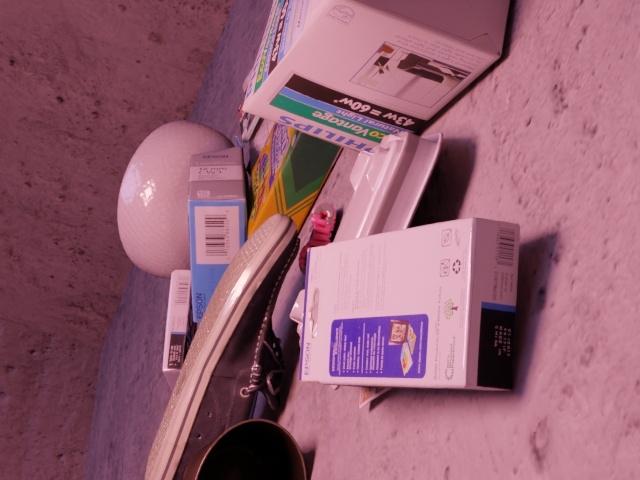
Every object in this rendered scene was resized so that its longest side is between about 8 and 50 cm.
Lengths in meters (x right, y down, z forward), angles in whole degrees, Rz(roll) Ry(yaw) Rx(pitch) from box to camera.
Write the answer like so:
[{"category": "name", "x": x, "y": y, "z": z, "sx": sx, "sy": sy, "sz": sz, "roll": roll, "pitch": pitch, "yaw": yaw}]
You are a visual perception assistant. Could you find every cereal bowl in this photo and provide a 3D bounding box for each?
[{"category": "cereal bowl", "x": -0.255, "y": -0.074, "z": 2.484, "sx": 0.339, "sy": 0.141, "sz": 0.339, "roll": -30, "pitch": -53, "yaw": -50}]

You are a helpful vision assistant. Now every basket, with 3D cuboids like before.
[{"category": "basket", "x": -0.121, "y": 0.354, "z": 1.721, "sx": 0.227, "sy": 0.154, "sz": 0.204, "roll": 154, "pitch": 132, "yaw": -75}]

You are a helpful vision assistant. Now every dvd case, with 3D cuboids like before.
[{"category": "dvd case", "x": -0.145, "y": -0.269, "z": 2.461, "sx": 0.119, "sy": 0.013, "sz": 0.087, "roll": -99, "pitch": 30, "yaw": -46}]

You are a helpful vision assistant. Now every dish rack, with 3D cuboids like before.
[{"category": "dish rack", "x": 0.045, "y": 0.009, "z": 1.513, "sx": 0.285, "sy": 0.072, "sz": 0.333, "roll": -150, "pitch": 83, "yaw": -86}]

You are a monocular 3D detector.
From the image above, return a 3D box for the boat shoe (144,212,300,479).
[{"category": "boat shoe", "x": -0.127, "y": 0.195, "z": 1.898, "sx": 0.187, "sy": 0.156, "sz": 0.500, "roll": -113, "pitch": 44, "yaw": -76}]

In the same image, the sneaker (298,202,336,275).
[{"category": "sneaker", "x": 0.000, "y": 0.000, "z": 1.887, "sx": 0.057, "sy": 0.047, "sz": 0.119, "roll": 3, "pitch": -74, "yaw": -82}]

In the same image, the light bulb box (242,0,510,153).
[{"category": "light bulb box", "x": 0.085, "y": -0.349, "z": 1.577, "sx": 0.361, "sy": 0.225, "sz": 0.358, "roll": 141, "pitch": 145, "yaw": -63}]

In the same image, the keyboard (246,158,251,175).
[{"category": "keyboard", "x": -0.090, "y": -0.279, "z": 2.532, "sx": 0.317, "sy": 0.033, "sz": 0.201, "roll": -68, "pitch": 22, "yaw": 17}]

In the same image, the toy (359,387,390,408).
[{"category": "toy", "x": 0.085, "y": 0.100, "z": 1.417, "sx": 0.237, "sy": 0.056, "sz": 0.137, "roll": 131, "pitch": 151, "yaw": -58}]

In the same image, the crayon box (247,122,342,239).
[{"category": "crayon box", "x": -0.052, "y": -0.130, "z": 2.122, "sx": 0.203, "sy": 0.083, "sz": 0.323, "roll": -91, "pitch": 22, "yaw": -49}]

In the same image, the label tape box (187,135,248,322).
[{"category": "label tape box", "x": -0.195, "y": -0.030, "z": 2.311, "sx": 0.348, "sy": 0.115, "sz": 0.249, "roll": -105, "pitch": 13, "yaw": -65}]

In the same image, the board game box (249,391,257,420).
[{"category": "board game box", "x": -0.214, "y": 0.398, "z": 2.193, "sx": 0.390, "sy": 0.050, "sz": 0.390, "roll": 144, "pitch": 140, "yaw": -68}]

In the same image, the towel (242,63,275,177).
[{"category": "towel", "x": -0.074, "y": -0.326, "z": 2.407, "sx": 0.332, "sy": 0.053, "sz": 0.317, "roll": -96, "pitch": 29, "yaw": -43}]

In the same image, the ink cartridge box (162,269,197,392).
[{"category": "ink cartridge box", "x": -0.267, "y": 0.192, "z": 2.332, "sx": 0.208, "sy": 0.045, "sz": 0.206, "roll": 91, "pitch": 180, "yaw": -65}]

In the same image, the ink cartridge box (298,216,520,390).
[{"category": "ink cartridge box", "x": 0.084, "y": 0.074, "z": 1.268, "sx": 0.332, "sy": 0.065, "sz": 0.165, "roll": -8, "pitch": 76, "yaw": 60}]
